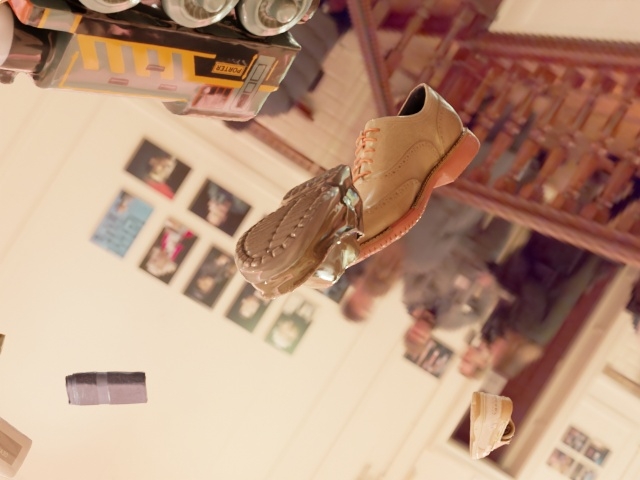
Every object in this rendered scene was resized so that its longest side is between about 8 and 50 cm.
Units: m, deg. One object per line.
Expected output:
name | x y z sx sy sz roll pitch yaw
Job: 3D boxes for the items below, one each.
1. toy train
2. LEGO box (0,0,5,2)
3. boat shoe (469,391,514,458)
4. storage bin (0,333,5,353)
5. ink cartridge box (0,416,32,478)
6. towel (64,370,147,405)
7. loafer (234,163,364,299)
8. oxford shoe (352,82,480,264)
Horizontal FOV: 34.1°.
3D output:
toy train | -0.149 -0.205 0.934 0.334 0.190 0.142 -2 -135 -45
LEGO box | -0.414 -0.143 0.415 0.372 0.500 0.193 21 134 34
boat shoe | 0.229 0.251 1.391 0.059 0.063 0.170 1 152 8
storage bin | -0.578 0.202 1.394 0.262 0.123 0.260 17 -160 -16
ink cartridge box | -0.450 0.181 1.138 0.225 0.056 0.181 5 147 36
towel | -0.317 0.217 1.550 0.119 0.067 0.029 0 -133 -8
loafer | 0.000 0.000 0.933 0.087 0.094 0.251 61 -158 -9
oxford shoe | 0.082 -0.089 1.510 0.140 0.397 0.146 -23 107 44
